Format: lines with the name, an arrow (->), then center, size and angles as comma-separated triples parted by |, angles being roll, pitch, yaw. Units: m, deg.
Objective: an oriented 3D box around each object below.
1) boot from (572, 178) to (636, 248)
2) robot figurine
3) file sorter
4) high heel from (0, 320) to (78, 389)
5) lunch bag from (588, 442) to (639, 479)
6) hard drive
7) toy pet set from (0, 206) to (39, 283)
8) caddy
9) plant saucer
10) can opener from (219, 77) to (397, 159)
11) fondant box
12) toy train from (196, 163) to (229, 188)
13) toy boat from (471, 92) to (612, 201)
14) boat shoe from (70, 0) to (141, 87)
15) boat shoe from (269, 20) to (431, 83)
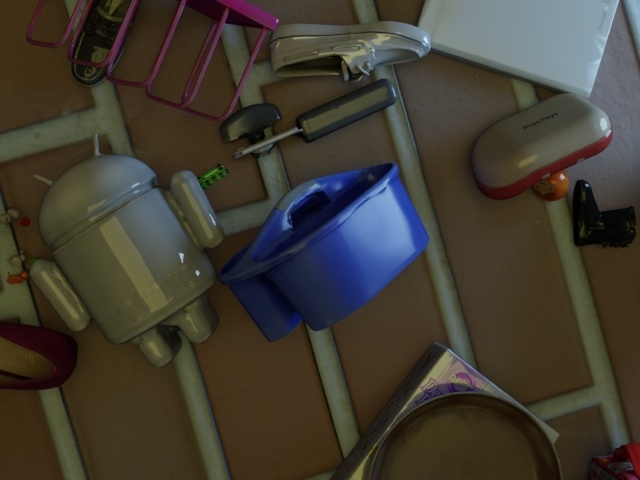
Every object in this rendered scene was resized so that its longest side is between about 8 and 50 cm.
boot -> 0.473, -0.043, 1.839 | 0.099, 0.045, 0.121 | -3, 99, -3
robot figurine -> -0.293, 0.016, 1.689 | 0.300, 0.200, 0.353 | -33, 94, 3
file sorter -> -0.256, -0.312, 1.632 | 0.291, 0.202, 0.182 | 23, 91, -32
high heel -> -0.560, 0.168, 1.676 | 0.377, 0.181, 0.127 | -3, 92, -6
lunch bag -> 0.494, 0.444, 1.732 | 0.120, 0.293, 0.258 | -2, 92, -1
hard drive -> 0.322, -0.373, 1.819 | 0.307, 0.040, 0.203 | 17, 90, -5
toy pet set -> -0.502, 0.003, 1.746 | 0.114, 0.065, 0.122 | -5, 124, -6
caddy -> 0.000, 0.000, 1.671 | 0.341, 0.241, 0.179 | -39, 104, -40
plant saucer -> 0.223, 0.386, 1.730 | 0.310, 0.050, 0.310 | 0, 92, -6
can opener -> -0.022, -0.207, 1.772 | 0.283, 0.076, 0.095 | -25, 94, -5
fondant box -> 0.189, 0.368, 1.798 | 0.238, 0.096, 0.330 | 38, 87, -6
toy train -> -0.187, -0.097, 1.789 | 0.083, 0.017, 0.023 | -32, 84, -4
toy boat -> 0.362, -0.128, 1.795 | 0.231, 0.151, 0.151 | -25, 123, -4
boat shoe -> -0.334, -0.349, 1.739 | 0.080, 0.073, 0.223 | 27, 88, -5
boat shoe -> 0.047, -0.291, 1.763 | 0.258, 0.095, 0.084 | -1, 70, 5
